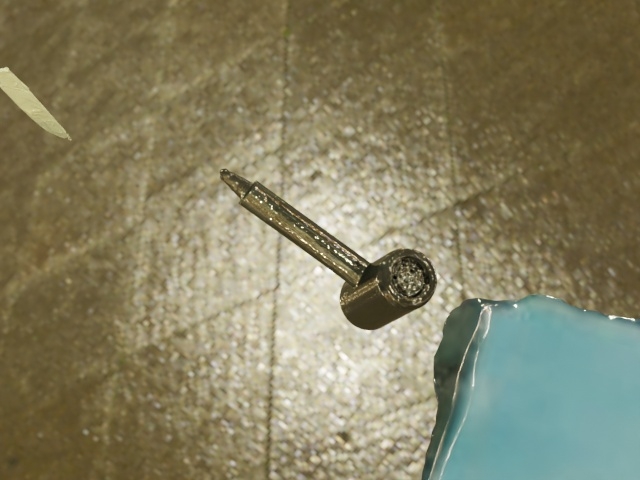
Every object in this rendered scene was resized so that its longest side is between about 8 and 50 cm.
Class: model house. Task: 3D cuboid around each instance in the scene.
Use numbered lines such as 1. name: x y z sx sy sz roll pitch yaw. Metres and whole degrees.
1. model house: 0.201 0.197 0.916 0.237 0.303 0.216 10 65 17

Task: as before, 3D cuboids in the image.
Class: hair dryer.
1. hair dryer: 0.000 0.000 1.337 0.070 0.255 0.128 -59 11 -22

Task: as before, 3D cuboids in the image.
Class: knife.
1. knife: -0.444 -0.230 1.754 0.047 0.298 0.017 -13 46 28
